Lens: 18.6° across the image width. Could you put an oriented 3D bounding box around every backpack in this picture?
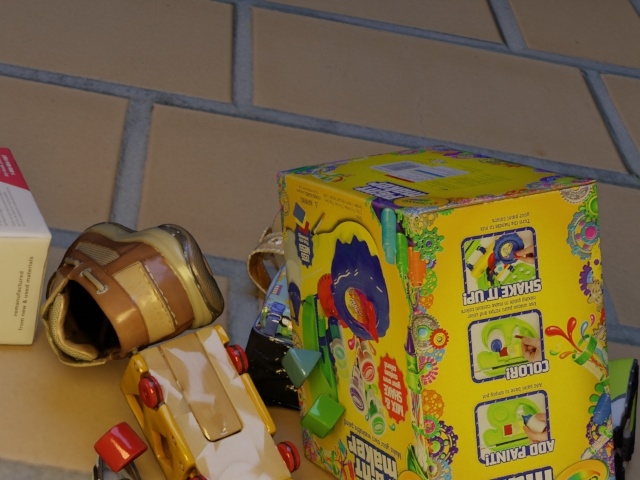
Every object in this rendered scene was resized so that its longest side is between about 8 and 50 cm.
[{"bbox_3d":[0.021,0.110,1.919,0.173,0.117,0.158,19,25,7],"label":"backpack"}]

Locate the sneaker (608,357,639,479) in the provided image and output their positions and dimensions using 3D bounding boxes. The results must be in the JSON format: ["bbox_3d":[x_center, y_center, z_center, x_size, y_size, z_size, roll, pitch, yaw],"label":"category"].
[{"bbox_3d":[0.230,0.202,1.862,0.121,0.111,0.300,1,19,16],"label":"sneaker"}]

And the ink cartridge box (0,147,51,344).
[{"bbox_3d":[-0.440,-0.004,1.921,0.306,0.131,0.226,1,26,-21],"label":"ink cartridge box"}]

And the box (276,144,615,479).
[{"bbox_3d":[0.106,0.078,1.707,0.177,0.279,0.290,-10,12,-22],"label":"box"}]

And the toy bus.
[{"bbox_3d":[-0.095,0.179,1.710,0.191,0.104,0.202,23,58,-4],"label":"toy bus"}]

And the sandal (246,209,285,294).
[{"bbox_3d":[-0.039,0.028,2.106,0.079,0.088,0.240,7,29,-27],"label":"sandal"}]

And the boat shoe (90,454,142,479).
[{"bbox_3d":[-0.170,0.219,1.672,0.046,0.038,0.125,5,24,-16],"label":"boat shoe"}]

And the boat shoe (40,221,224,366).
[{"bbox_3d":[-0.204,0.055,1.808,0.120,0.123,0.324,-32,6,-24],"label":"boat shoe"}]
